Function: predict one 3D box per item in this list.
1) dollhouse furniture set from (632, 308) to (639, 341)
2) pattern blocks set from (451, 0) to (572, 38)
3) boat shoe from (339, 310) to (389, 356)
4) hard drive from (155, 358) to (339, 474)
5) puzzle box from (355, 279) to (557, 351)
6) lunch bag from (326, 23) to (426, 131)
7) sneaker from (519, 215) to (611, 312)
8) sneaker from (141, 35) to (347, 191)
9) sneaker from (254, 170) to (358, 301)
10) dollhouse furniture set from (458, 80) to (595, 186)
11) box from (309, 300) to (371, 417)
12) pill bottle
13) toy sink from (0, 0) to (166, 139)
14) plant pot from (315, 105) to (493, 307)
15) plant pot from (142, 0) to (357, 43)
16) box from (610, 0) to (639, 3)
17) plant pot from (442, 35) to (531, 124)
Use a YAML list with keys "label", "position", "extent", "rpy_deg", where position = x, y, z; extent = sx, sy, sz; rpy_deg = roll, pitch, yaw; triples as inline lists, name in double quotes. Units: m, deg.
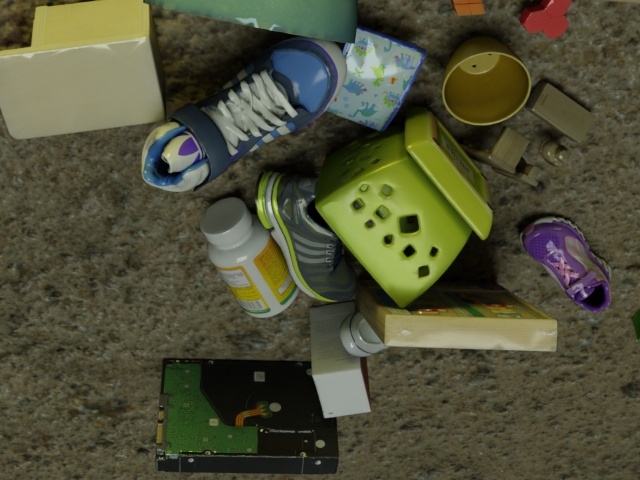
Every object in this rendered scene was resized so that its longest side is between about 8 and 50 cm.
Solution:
- label: "dollhouse furniture set"
  position: [0.679, 0.174, 2.247]
  extent: [0.151, 0.059, 0.076]
  rpy_deg: [14, 131, -16]
- label: "pattern blocks set"
  position: [0.291, -0.423, 1.638]
  extent: [0.324, 0.026, 0.285]
  rpy_deg: [12, 128, -32]
- label: "boat shoe"
  position: [0.112, 0.155, 2.126]
  extent: [0.075, 0.083, 0.226]
  rpy_deg: [-25, 174, 26]
- label: "hard drive"
  position: [-0.139, 0.335, 2.229]
  extent: [0.339, 0.237, 0.064]
  rpy_deg: [2, 133, -6]
- label: "puzzle box"
  position: [0.215, 0.120, 1.971]
  extent: [0.272, 0.409, 0.052]
  rpy_deg: [2, 96, -6]
- label: "lunch bag"
  position: [0.072, -0.258, 1.784]
  extent: [0.128, 0.096, 0.151]
  rpy_deg: [16, 140, -17]
- label: "sneaker"
  position: [0.449, 0.050, 2.088]
  extent: [0.095, 0.104, 0.236]
  rpy_deg: [-34, 125, 27]
- label: "sneaker"
  position: [-0.127, -0.168, 1.718]
  extent: [0.322, 0.236, 0.130]
  rpy_deg: [-23, 106, 38]
- label: "sneaker"
  position: [0.000, 0.000, 1.989]
  extent: [0.121, 0.111, 0.300]
  rpy_deg: [-2, 140, 32]
- label: "dollhouse furniture set"
  position: [0.332, -0.179, 1.920]
  extent: [0.144, 0.123, 0.151]
  rpy_deg: [29, 90, -27]
- label: "box"
  position: [0.036, 0.221, 2.177]
  extent: [0.091, 0.170, 0.130]
  rpy_deg: [-9, 134, 5]
- label: "pill bottle"
  position: [-0.125, 0.028, 2.024]
  extent: [0.117, 0.118, 0.208]
  rpy_deg: [-18, 132, 14]
- label: "toy sink"
  position: [-0.357, -0.259, 1.735]
  extent: [0.234, 0.131, 0.153]
  rpy_deg: [-9, 133, -2]
- label: "plant pot"
  position: [0.142, -0.070, 1.855]
  extent: [0.207, 0.227, 0.228]
  rpy_deg: [-37, 106, 18]
- label: "plant pot"
  position: [-0.077, -0.386, 1.564]
  extent: [0.290, 0.290, 0.195]
  rpy_deg: [9, 102, -11]
- label: "box"
  position: [0.408, -0.412, 1.588]
  extent: [0.311, 0.121, 0.148]
  rpy_deg: [-2, 133, -24]
- label: "plant pot"
  position: [0.249, -0.259, 1.793]
  extent: [0.134, 0.095, 0.134]
  rpy_deg: [-1, 133, -1]
